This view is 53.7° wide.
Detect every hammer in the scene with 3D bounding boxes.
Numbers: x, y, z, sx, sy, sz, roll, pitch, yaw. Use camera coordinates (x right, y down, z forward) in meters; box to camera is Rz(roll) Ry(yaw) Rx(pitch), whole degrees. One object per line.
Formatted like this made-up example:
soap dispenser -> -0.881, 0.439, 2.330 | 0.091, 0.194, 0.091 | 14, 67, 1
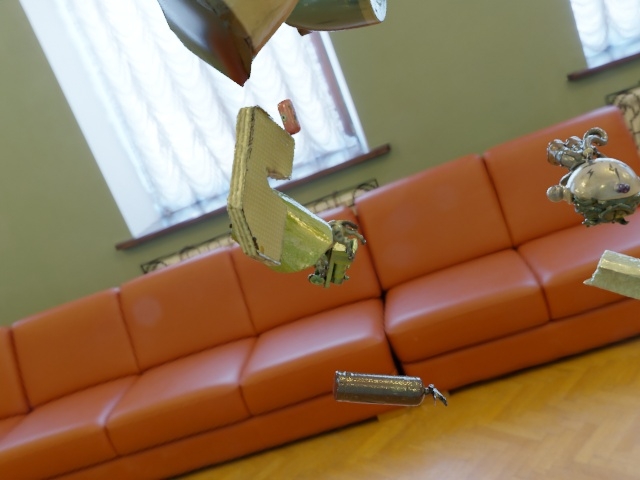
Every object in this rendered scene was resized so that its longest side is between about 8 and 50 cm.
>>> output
hammer -> -0.073, -0.282, 1.446 | 0.043, 0.083, 0.043 | -18, 1, 0

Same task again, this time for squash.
squash -> -0.086, -0.006, 1.630 | 0.260, 0.189, 0.189 | 34, 41, 17

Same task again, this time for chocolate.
chocolate -> -0.188, -0.568, 1.406 | 0.297, 0.326, 0.314 | -41, 61, -15

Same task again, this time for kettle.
kettle -> -0.002, -0.799, 1.944 | 0.342, 0.319, 0.247 | -4, 34, 21

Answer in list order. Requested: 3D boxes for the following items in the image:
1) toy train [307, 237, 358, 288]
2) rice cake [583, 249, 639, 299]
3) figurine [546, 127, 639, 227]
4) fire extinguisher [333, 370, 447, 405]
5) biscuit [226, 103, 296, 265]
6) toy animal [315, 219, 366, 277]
toy train -> 0.035, 0.071, 1.927 | 0.132, 0.200, 0.083 | 9, 50, 0
rice cake -> 0.608, 0.076, 1.174 | 0.206, 0.063, 0.069 | 21, 42, 32
figurine -> 0.773, -0.171, 1.818 | 0.261, 0.186, 0.382 | -22, 29, 7
fire extinguisher -> 0.167, 0.366, 1.528 | 0.268, 0.072, 0.089 | 5, 19, -6
biscuit -> -0.100, -0.090, 1.074 | 0.046, 0.250, 0.147 | -3, -16, 27
toy animal -> -0.001, -0.001, 1.723 | 0.217, 0.176, 0.073 | -32, 12, 4
